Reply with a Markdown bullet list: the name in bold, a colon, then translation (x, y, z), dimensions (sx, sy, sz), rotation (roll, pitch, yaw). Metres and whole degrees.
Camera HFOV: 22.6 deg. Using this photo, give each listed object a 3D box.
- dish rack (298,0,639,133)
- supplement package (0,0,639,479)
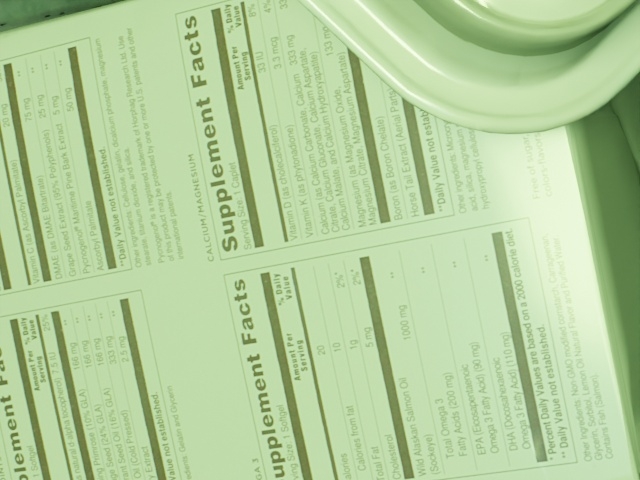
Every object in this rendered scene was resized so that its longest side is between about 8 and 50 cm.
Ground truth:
- **dish rack**: translation (0.073, -0.226, 0.502), dimensions (0.285, 0.072, 0.333), rotation (44, 73, 4)
- **supplement package**: translation (0.000, 0.000, 0.641), dimensions (0.263, 0.199, 0.198), rotation (-11, 90, 22)
